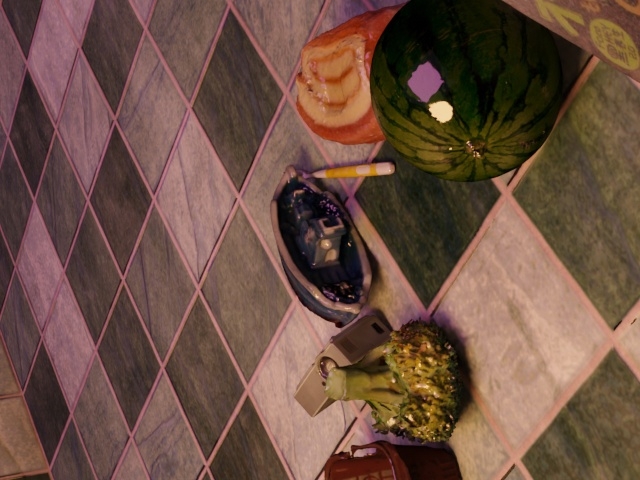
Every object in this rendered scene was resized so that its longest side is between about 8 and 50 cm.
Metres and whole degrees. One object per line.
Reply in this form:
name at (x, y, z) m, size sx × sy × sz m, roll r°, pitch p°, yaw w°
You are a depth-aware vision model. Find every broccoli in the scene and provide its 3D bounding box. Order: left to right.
broccoli at (0.097, 0.207, 1.607) m, size 0.220 × 0.194 × 0.194 m, roll 44°, pitch 129°, yaw 52°

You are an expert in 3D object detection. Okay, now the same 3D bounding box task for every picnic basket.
picnic basket at (0.125, 0.430, 1.648) m, size 0.222 × 0.129 × 0.296 m, roll -30°, pitch 68°, yaw 55°

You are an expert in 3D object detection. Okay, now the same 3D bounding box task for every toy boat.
toy boat at (0.000, 0.000, 1.779) m, size 0.142 × 0.129 × 0.309 m, roll 101°, pitch 152°, yaw -46°

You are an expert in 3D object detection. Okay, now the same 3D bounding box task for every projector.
projector at (0.032, 0.189, 1.758) m, size 0.061 × 0.115 × 0.147 m, roll 45°, pitch 133°, yaw 14°

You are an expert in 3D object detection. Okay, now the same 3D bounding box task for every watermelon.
watermelon at (0.175, -0.191, 1.402) m, size 0.242 × 0.242 × 0.242 m, roll 10°, pitch 102°, yaw 55°

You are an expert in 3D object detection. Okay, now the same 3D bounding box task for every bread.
bread at (0.062, -0.232, 1.670) m, size 0.244 × 0.123 × 0.190 m, roll -11°, pitch 86°, yaw 57°

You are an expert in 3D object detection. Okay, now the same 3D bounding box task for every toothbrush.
toothbrush at (0.023, -0.108, 1.827) m, size 0.288 × 0.024 × 0.021 m, roll 0°, pitch 92°, yaw 56°

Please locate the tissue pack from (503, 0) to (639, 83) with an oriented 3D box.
tissue pack at (0.303, -0.296, 1.132) m, size 0.394 × 0.124 × 0.288 m, roll 40°, pitch 164°, yaw 33°
